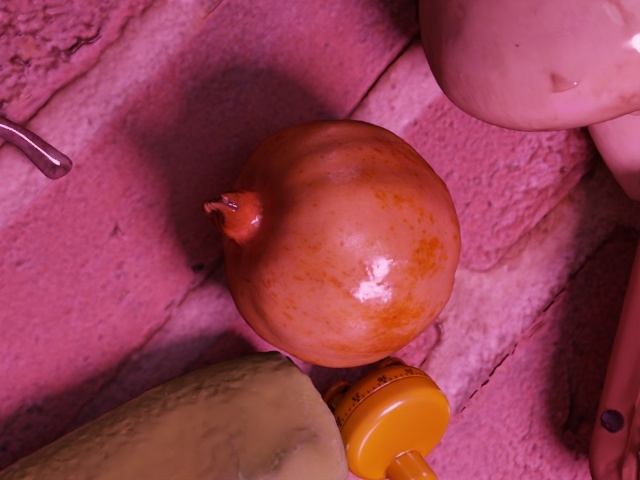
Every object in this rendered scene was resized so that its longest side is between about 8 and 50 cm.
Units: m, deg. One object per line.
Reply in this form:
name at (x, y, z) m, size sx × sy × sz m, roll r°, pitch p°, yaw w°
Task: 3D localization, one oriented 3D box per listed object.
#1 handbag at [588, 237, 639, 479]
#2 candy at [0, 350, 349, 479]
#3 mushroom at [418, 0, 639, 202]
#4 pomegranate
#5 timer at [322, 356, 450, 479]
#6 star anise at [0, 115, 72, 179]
handbag at (0.381, 0.107, 1.651) m, size 0.283 × 0.149 × 0.302 m, roll 13°, pitch 89°, yaw -50°
candy at (-0.145, 0.209, 1.498) m, size 0.343 × 0.132 × 0.142 m, roll -25°, pitch 54°, yaw -21°
mushroom at (0.257, -0.175, 1.594) m, size 0.314 × 0.314 × 0.336 m, roll -45°, pitch 123°, yaw -16°
pomegranate at (0.014, 0.003, 1.524) m, size 0.207 × 0.207 × 0.207 m, roll 1°, pitch 88°, yaw -20°
timer at (0.064, 0.162, 1.577) m, size 0.107 × 0.109 × 0.107 m, roll -22°, pitch 138°, yaw -21°
star anise at (-0.390, 0.021, 1.420) m, size 0.359 × 0.139 × 0.316 m, roll 19°, pitch 89°, yaw -34°
